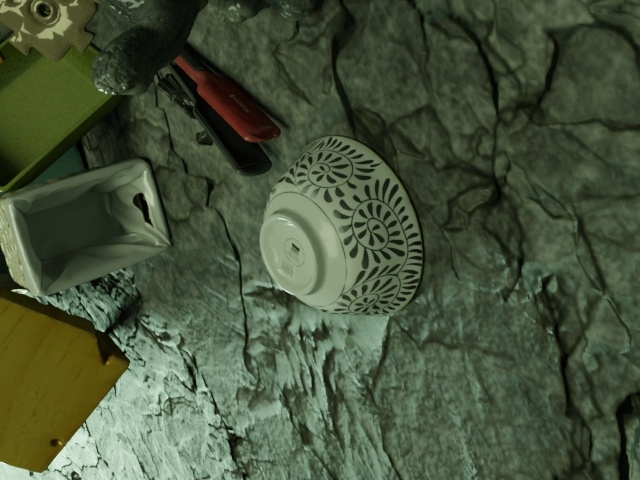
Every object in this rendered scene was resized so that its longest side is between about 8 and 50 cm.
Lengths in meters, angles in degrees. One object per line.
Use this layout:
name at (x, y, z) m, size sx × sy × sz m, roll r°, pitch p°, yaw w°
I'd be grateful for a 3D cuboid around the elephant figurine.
elephant figurine at (-0.115, -0.227, 0.761) m, size 0.186 × 0.239 × 0.169 m, roll 24°, pitch 126°, yaw 42°

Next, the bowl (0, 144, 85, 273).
bowl at (-0.455, -0.075, 1.281) m, size 0.312 × 0.163 × 0.311 m, roll 23°, pitch 130°, yaw 31°

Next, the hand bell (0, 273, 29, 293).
hand bell at (-0.514, -0.031, 1.486) m, size 0.126 × 0.126 × 0.241 m, roll -19°, pitch 80°, yaw 53°

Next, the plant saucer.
plant saucer at (-0.324, -0.151, 1.136) m, size 0.188 × 0.188 × 0.045 m, roll 38°, pitch 167°, yaw 32°

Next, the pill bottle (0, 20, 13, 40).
pill bottle at (-0.467, -0.362, 1.184) m, size 0.283 × 0.160 × 0.160 m, roll 45°, pitch 138°, yaw 27°

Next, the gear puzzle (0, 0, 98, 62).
gear puzzle at (-0.269, -0.273, 0.966) m, size 0.175 × 0.044 × 0.339 m, roll 39°, pitch 116°, yaw -12°

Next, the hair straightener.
hair straightener at (-0.125, -0.131, 0.982) m, size 0.230 × 0.047 × 0.089 m, roll 42°, pitch 136°, yaw 29°

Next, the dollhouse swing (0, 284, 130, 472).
dollhouse swing at (-0.482, 0.097, 1.327) m, size 0.315 × 0.347 × 0.305 m, roll -49°, pitch 33°, yaw 20°

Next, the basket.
basket at (-0.272, -0.018, 1.128) m, size 0.103 × 0.167 × 0.113 m, roll 4°, pitch 112°, yaw 56°

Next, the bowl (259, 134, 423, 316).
bowl at (0.000, 0.000, 0.873) m, size 0.170 × 0.080 × 0.170 m, roll 26°, pitch 126°, yaw 41°
